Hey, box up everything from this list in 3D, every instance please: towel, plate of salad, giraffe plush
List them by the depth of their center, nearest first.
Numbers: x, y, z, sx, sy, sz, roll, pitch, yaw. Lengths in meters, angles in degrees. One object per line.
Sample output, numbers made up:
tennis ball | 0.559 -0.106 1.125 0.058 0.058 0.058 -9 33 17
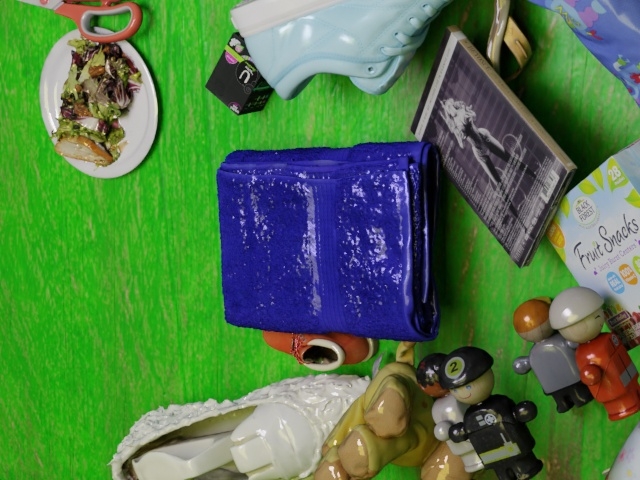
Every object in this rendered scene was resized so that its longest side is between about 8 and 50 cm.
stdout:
giraffe plush | 0.115 0.232 1.722 0.170 0.210 0.181 35 128 -4
towel | 0.000 0.000 1.750 0.308 0.076 0.227 1 92 40
plate of salad | -0.297 -0.177 1.950 0.200 0.048 0.199 9 107 32

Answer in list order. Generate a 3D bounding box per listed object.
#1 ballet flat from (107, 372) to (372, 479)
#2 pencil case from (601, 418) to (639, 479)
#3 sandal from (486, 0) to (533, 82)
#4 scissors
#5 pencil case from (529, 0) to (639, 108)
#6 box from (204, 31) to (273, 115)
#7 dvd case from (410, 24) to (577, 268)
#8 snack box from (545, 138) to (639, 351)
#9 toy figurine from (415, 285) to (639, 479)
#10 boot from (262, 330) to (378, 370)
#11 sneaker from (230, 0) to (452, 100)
ballet flat | -0.102 0.266 1.888 0.409 0.147 0.147 -16 93 34
pencil case | 0.375 0.223 1.579 0.113 0.124 0.273 23 118 -4
sandal | 0.206 -0.221 1.609 0.049 0.072 0.180 8 103 9
scissors | -0.346 -0.303 1.951 0.297 0.021 0.109 -1 86 33
pencil case | 0.324 -0.193 1.463 0.306 0.119 0.133 44 160 -4
box | -0.088 -0.202 1.805 0.062 0.052 0.083 43 122 18
dvd case | 0.181 -0.100 1.611 0.221 0.018 0.164 54 149 27
snack box | 0.325 0.005 1.521 0.174 0.070 0.207 57 159 7
toy figurine | 0.213 0.146 1.589 0.213 0.209 0.148 -30 94 -10
boot | -0.018 0.123 1.825 0.158 0.085 0.059 6 107 33
sneaker | 0.079 -0.241 1.606 0.366 0.135 0.150 -12 110 39
